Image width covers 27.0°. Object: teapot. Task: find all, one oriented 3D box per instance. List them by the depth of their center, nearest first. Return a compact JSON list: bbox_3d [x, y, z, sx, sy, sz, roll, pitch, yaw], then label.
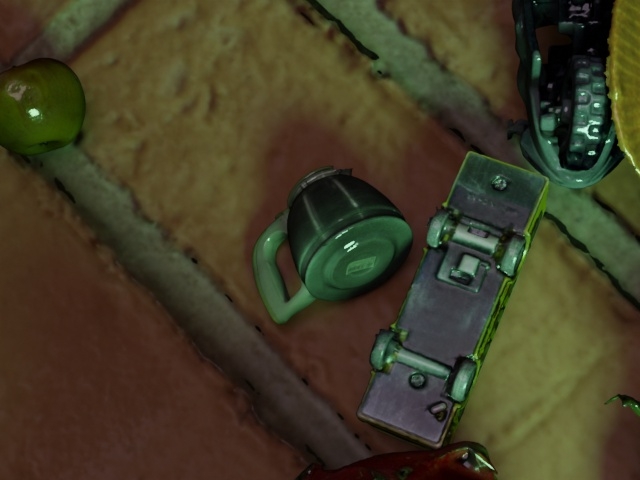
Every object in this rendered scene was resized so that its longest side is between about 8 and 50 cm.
[{"bbox_3d":[0.000,-0.006,1.036,0.124,0.092,0.091,-25,54,-7],"label":"teapot"}]

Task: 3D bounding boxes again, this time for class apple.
[{"bbox_3d":[-0.240,-0.112,1.104,0.089,0.089,0.074,-16,83,3],"label":"apple"}]

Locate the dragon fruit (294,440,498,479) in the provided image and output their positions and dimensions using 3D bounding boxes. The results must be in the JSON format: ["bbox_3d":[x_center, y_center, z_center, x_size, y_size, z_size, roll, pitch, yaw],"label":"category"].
[{"bbox_3d":[0.072,0.261,0.895,0.200,0.198,0.269,-31,77,-24],"label":"dragon fruit"}]

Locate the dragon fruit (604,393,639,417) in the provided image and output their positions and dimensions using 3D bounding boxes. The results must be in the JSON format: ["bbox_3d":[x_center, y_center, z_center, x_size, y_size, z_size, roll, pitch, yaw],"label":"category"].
[{"bbox_3d":[0.278,0.145,0.928,0.236,0.135,0.137,-30,76,17],"label":"dragon fruit"}]

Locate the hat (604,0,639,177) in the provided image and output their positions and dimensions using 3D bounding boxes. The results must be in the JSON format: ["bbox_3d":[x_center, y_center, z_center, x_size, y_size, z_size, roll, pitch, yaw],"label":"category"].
[{"bbox_3d":[0.352,-0.148,0.906,0.244,0.233,0.233,-24,96,-42],"label":"hat"}]

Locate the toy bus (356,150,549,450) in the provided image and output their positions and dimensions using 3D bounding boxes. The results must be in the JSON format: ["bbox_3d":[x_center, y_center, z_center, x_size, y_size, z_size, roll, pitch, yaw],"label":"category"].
[{"bbox_3d":[0.100,0.047,1.010,0.081,0.074,0.226,19,76,13],"label":"toy bus"}]

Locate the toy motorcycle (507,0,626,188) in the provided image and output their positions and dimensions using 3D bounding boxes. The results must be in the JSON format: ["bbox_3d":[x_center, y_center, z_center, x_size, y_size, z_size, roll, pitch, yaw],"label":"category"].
[{"bbox_3d":[0.200,-0.151,1.035,0.106,0.159,0.270,1,56,8],"label":"toy motorcycle"}]
